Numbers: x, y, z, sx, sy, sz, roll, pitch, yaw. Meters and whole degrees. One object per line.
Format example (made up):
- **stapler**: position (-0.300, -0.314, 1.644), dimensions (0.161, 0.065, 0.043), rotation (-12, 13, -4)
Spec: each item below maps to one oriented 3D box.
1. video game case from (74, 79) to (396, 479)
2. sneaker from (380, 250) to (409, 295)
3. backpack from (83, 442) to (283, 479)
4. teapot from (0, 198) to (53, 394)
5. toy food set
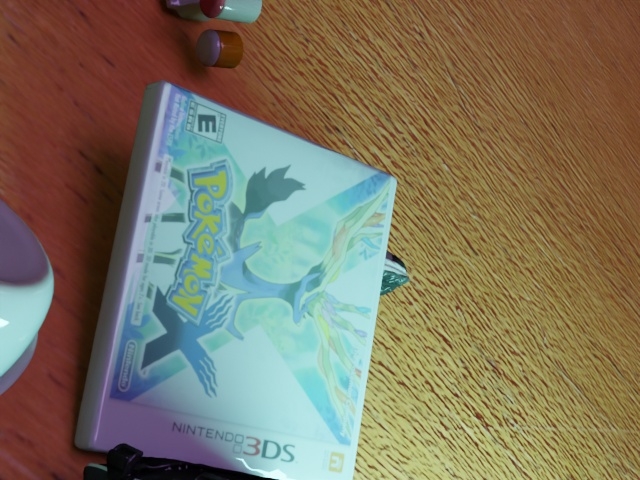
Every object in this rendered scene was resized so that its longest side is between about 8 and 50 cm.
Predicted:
- **video game case**: position (-0.063, 0.053, 1.071), dimensions (0.300, 0.036, 0.329), rotation (19, 74, -38)
- **sneaker**: position (0.000, 0.000, 1.233), dimensions (0.271, 0.100, 0.108), rotation (23, 50, -44)
- **backpack**: position (-0.057, 0.273, 0.915), dimensions (0.253, 0.225, 0.191), rotation (17, 81, -52)
- **teapot**: position (-0.313, 0.039, 0.748), dimensions (0.256, 0.187, 0.252), rotation (35, 9, -11)
- **toy food set**: position (-0.141, -0.300, 1.202), dimensions (0.104, 0.111, 0.232), rotation (0, 73, -39)
